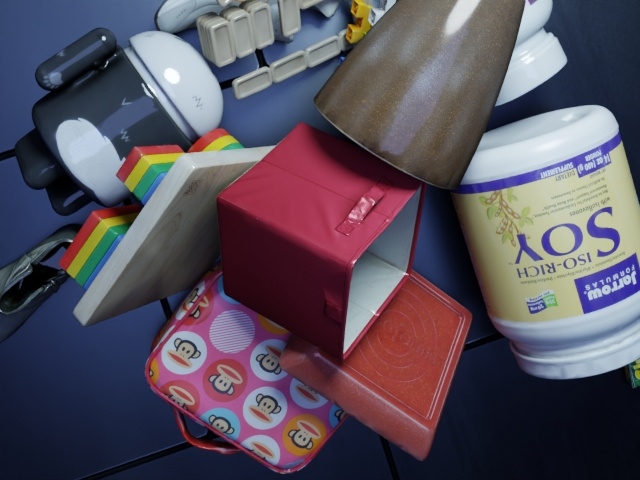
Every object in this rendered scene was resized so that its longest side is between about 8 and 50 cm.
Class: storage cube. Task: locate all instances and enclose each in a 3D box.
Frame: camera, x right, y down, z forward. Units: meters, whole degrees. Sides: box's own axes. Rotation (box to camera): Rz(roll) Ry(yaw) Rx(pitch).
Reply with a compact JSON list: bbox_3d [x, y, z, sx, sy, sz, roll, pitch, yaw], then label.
[{"bbox_3d":[0.000,0.000,0.997,0.193,0.215,0.183,27,52,20],"label":"storage cube"}]

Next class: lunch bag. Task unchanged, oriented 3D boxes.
[{"bbox_3d":[-0.100,0.199,1.141,0.293,0.120,0.258,39,93,-11],"label":"lunch bag"}]

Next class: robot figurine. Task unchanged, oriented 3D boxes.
[{"bbox_3d":[-0.264,-0.157,1.038,0.278,0.209,0.173,-36,86,-1],"label":"robot figurine"}]

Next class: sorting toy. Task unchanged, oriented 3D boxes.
[{"bbox_3d":[-0.191,-0.034,1.010,0.089,0.255,0.257,44,112,11],"label":"sorting toy"}]

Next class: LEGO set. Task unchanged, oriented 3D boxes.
[{"bbox_3d":[0.087,-0.262,1.085,0.093,0.087,0.227,-6,134,-21],"label":"LEGO set"}]

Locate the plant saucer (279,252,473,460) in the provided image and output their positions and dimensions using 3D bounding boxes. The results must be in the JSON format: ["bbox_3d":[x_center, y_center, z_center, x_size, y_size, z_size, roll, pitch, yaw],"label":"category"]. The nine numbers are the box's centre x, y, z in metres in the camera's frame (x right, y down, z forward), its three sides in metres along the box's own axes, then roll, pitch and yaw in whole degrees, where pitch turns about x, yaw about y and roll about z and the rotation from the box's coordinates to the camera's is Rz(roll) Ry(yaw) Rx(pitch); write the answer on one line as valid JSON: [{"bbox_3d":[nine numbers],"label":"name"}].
[{"bbox_3d":[0.102,0.136,1.116,0.258,0.048,0.259,36,54,-13],"label":"plant saucer"}]

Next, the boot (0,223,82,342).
[{"bbox_3d":[-0.415,0.070,1.059,0.246,0.161,0.083,-43,101,1],"label":"boot"}]

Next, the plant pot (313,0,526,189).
[{"bbox_3d":[0.141,-0.217,0.957,0.215,0.215,0.230,28,109,-11],"label":"plant pot"}]

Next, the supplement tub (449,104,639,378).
[{"bbox_3d":[0.330,0.000,1.101,0.241,0.241,0.331,-21,101,-3],"label":"supplement tub"}]

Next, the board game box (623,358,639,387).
[{"bbox_3d":[0.531,0.096,1.252,0.136,0.030,0.259,-17,101,-6],"label":"board game box"}]

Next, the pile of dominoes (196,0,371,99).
[{"bbox_3d":[-0.044,-0.313,1.028,0.251,0.040,0.196,-30,139,-22],"label":"pile of dominoes"}]

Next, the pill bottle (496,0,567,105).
[{"bbox_3d":[0.208,-0.342,1.065,0.169,0.169,0.301,-34,102,0],"label":"pill bottle"}]

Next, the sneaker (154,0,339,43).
[{"bbox_3d":[-0.094,-0.317,1.071,0.262,0.099,0.121,-21,106,-2],"label":"sneaker"}]
